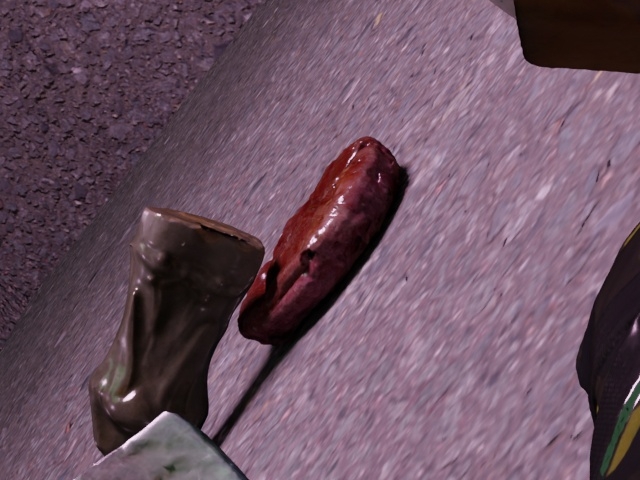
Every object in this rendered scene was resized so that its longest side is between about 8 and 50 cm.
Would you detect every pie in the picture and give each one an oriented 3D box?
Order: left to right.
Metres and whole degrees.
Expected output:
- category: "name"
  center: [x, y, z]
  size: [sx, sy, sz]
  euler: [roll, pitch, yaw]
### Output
- category: "pie"
  center: [0.000, 0.000, 1.131]
  size: [0.153, 0.038, 0.153]
  euler: [-55, 9, 12]

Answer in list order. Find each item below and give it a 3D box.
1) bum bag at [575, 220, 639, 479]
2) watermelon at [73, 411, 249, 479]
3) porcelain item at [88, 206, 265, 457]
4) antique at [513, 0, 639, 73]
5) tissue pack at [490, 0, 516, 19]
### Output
- category: "bum bag"
  center: [0.107, 0.038, 0.465]
  size: [0.107, 0.060, 0.232]
  euler: [-60, 6, 24]
- category: "watermelon"
  center: [-0.057, 0.225, 0.442]
  size: [0.322, 0.188, 0.175]
  euler: [-54, -29, 9]
- category: "porcelain item"
  center: [-0.106, 0.089, 1.111]
  size: [0.069, 0.081, 0.216]
  euler: [-144, 72, -80]
- category: "antique"
  center: [0.140, -0.227, 0.737]
  size: [0.093, 0.087, 0.310]
  euler: [63, -145, -67]
- category: "tissue pack"
  center: [0.130, -0.173, 1.039]
  size: [0.023, 0.056, 0.108]
  euler: [-58, 10, -33]
